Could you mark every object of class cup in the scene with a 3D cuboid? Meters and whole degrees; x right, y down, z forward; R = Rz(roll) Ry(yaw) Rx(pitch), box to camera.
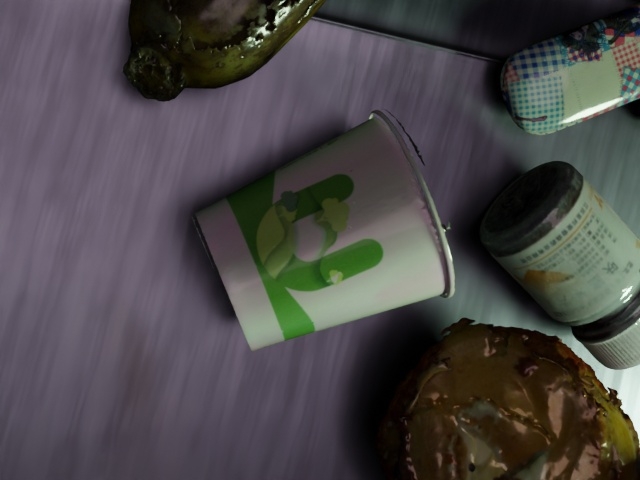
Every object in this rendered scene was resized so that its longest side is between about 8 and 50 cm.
[{"bbox_3d":[0.000,0.000,1.277,0.274,0.253,0.253,-21,101,-4],"label":"cup"}]

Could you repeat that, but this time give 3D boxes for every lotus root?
[{"bbox_3d":[-0.087,-0.328,1.244,0.196,0.179,0.397,40,80,1],"label":"lotus root"}]

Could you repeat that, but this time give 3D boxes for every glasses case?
[{"bbox_3d":[0.403,-0.249,1.438,0.327,0.076,0.125,-23,99,-13],"label":"glasses case"}]

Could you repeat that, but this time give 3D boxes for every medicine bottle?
[{"bbox_3d":[0.361,0.036,1.409,0.273,0.165,0.165,45,83,-14],"label":"medicine bottle"}]

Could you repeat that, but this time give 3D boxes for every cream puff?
[{"bbox_3d":[0.242,0.281,1.356,0.350,0.228,0.350,-2,78,10],"label":"cream puff"}]
